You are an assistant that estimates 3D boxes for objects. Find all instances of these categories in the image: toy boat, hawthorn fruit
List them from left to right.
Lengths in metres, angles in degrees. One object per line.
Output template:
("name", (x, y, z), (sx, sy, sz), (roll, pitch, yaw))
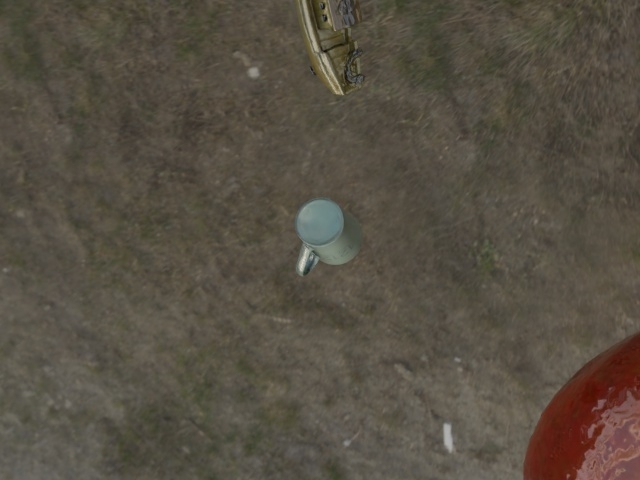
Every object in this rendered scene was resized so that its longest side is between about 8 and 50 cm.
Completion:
("toy boat", (0.010, -0.270, 0.986), (0.072, 0.064, 0.206), (16, 126, 52))
("hawthorn fruit", (0.252, 0.196, 0.662), (0.211, 0.211, 0.299), (44, 103, 1))

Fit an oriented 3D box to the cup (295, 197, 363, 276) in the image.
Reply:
("cup", (-0.001, -0.005, 0.839), (0.075, 0.083, 0.054), (-26, 75, 7))
